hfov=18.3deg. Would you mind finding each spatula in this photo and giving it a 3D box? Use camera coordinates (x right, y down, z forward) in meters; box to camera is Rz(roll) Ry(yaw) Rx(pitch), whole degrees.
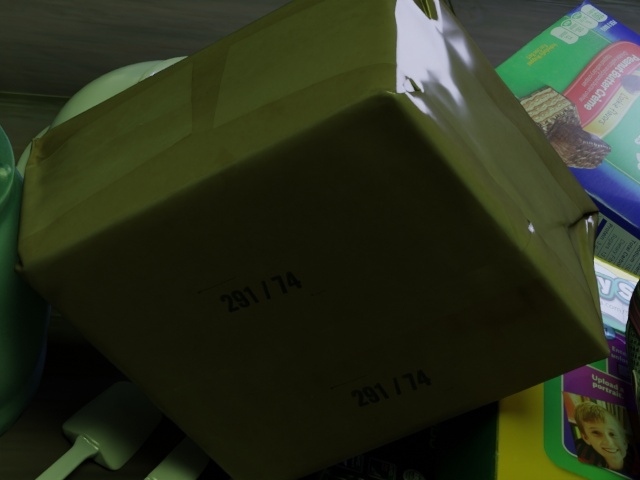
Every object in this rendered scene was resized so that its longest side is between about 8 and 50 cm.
[{"bbox_3d":[-0.152,0.208,1.468,0.168,0.019,0.242,38,43,9],"label":"spatula"}]

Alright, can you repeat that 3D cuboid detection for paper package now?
[{"bbox_3d":[0.000,0.000,1.445,0.309,0.324,0.168,48,28,-32],"label":"paper package"}]

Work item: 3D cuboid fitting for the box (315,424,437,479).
[{"bbox_3d":[0.093,0.156,1.610,0.184,0.045,0.191,17,42,-7],"label":"box"}]

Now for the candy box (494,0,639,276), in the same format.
[{"bbox_3d":[0.295,-0.055,1.864,0.317,0.122,0.268,37,43,14],"label":"candy box"}]

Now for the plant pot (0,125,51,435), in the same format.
[{"bbox_3d":[-0.329,-0.001,1.472,0.293,0.196,0.293,12,43,-11],"label":"plant pot"}]

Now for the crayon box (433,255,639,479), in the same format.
[{"bbox_3d":[0.270,0.178,1.584,0.363,0.106,0.313,25,39,-14],"label":"crayon box"}]

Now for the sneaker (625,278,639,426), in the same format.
[{"bbox_3d":[0.287,0.133,1.477,0.120,0.112,0.299,17,54,-14],"label":"sneaker"}]

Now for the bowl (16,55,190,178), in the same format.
[{"bbox_3d":[-0.104,-0.061,1.685,0.297,0.134,0.298,12,42,-11],"label":"bowl"}]
